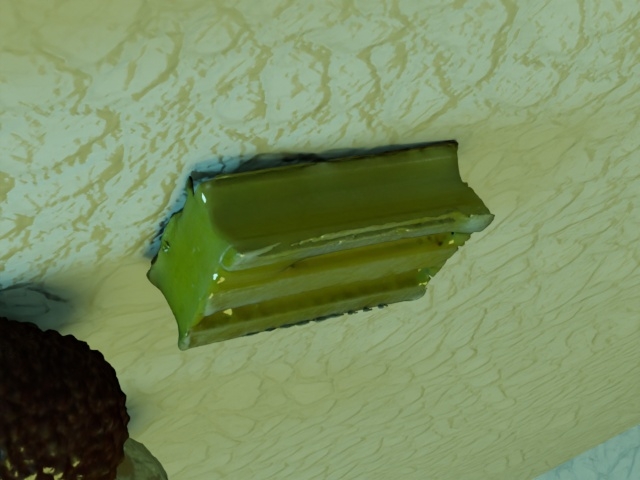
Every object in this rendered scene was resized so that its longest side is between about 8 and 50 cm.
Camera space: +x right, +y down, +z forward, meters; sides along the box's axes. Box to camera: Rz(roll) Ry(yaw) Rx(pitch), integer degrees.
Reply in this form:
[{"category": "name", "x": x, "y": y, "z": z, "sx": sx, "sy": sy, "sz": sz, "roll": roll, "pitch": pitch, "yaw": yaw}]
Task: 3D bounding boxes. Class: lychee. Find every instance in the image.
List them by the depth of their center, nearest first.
[{"category": "lychee", "x": -0.230, "y": 0.139, "z": 0.757, "sx": 0.194, "sy": 0.194, "sz": 0.194, "roll": -20, "pitch": 156, "yaw": -9}]

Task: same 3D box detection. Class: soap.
[{"category": "soap", "x": 0.001, "y": 0.001, "z": 0.796, "sx": 0.233, "sy": 0.076, "sz": 0.135, "roll": -8, "pitch": 152, "yaw": -33}]

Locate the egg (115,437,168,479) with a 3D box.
[{"category": "egg", "x": -0.232, "y": 0.266, "z": 0.992, "sx": 0.195, "sy": 0.195, "sz": 0.233, "roll": -34, "pitch": 167, "yaw": 23}]
